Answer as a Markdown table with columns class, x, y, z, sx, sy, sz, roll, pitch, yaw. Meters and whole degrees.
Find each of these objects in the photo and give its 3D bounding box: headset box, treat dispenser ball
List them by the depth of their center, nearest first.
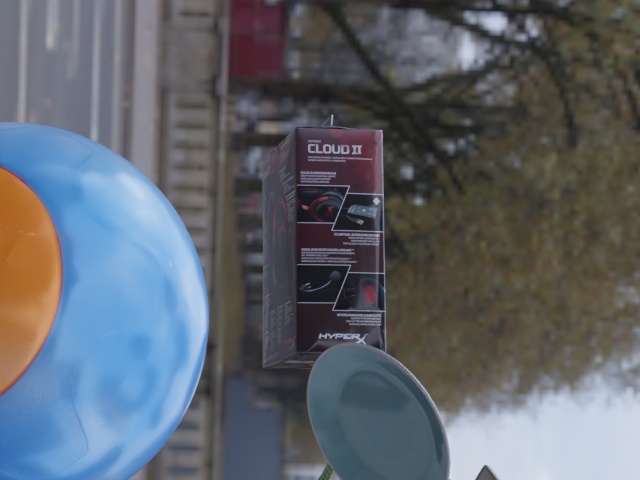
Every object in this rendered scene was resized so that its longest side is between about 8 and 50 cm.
| class | x | y | z | sx | sy | sz | roll | pitch | yaw |
| --- | --- | --- | --- | --- | --- | --- | --- | --- | --- |
| treat dispenser ball | -0.225 | 0.058 | 1.203 | 0.288 | 0.288 | 0.288 | -178 | -90 | -88 |
| headset box | 0.000 | 0.000 | 1.971 | 0.218 | 0.110 | 0.293 | 142 | -52 | -74 |

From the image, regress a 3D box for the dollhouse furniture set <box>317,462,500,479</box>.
| class | x | y | z | sx | sy | sz | roll | pitch | yaw |
| --- | --- | --- | --- | --- | --- | --- | --- | --- | --- |
| dollhouse furniture set | 0.079 | 0.333 | 2.057 | 0.197 | 0.301 | 0.151 | -61 | -151 | 14 |

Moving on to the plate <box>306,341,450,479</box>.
| class | x | y | z | sx | sy | sz | roll | pitch | yaw |
| --- | --- | --- | --- | --- | --- | --- | --- | --- | --- |
| plate | 0.061 | 0.184 | 1.633 | 0.024 | 0.188 | 0.188 | -26 | 132 | -40 |
